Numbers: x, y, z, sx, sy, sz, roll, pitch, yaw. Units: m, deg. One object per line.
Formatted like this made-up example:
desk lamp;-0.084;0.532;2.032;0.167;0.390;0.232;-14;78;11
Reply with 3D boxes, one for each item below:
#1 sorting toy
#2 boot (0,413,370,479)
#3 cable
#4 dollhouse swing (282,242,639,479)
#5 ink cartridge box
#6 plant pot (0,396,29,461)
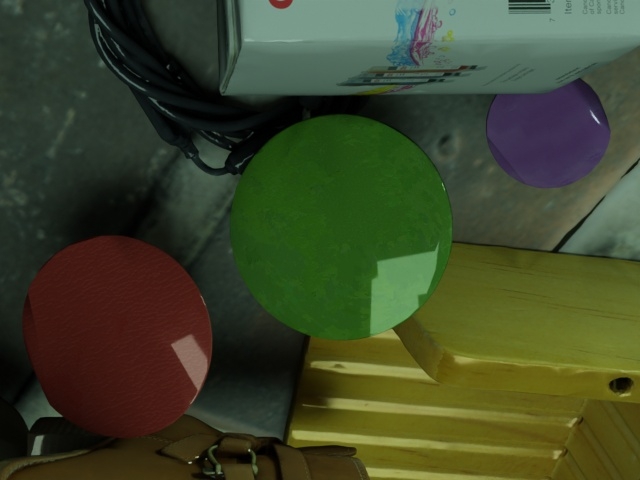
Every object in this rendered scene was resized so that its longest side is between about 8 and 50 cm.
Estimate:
sorting toy;0.000;0.000;0.649;0.365;0.126;0.127;-26;88;12
boot;-0.076;0.179;0.607;0.220;0.283;0.109;5;97;-4
cable;-0.045;-0.122;0.580;0.150;0.047;0.184;-19;126;11
dollhouse swing;0.138;0.235;0.710;0.315;0.305;0.347;6;129;-8
ink cartridge box;0.040;-0.138;0.482;0.176;0.127;0.128;-1;88;-10
plant pot;-0.318;0.143;0.673;0.263;0.263;0.229;-37;140;23
